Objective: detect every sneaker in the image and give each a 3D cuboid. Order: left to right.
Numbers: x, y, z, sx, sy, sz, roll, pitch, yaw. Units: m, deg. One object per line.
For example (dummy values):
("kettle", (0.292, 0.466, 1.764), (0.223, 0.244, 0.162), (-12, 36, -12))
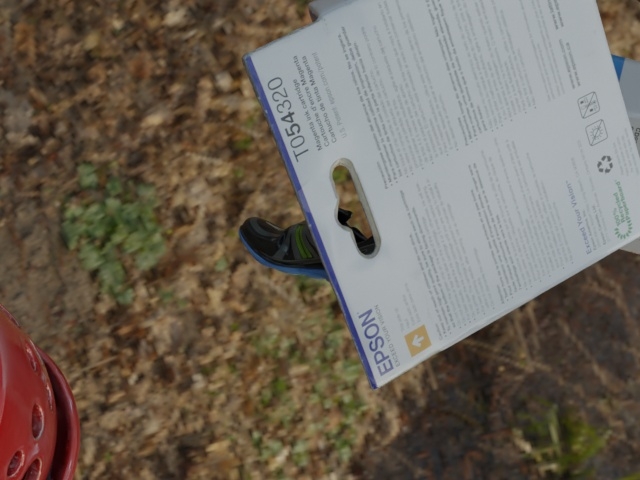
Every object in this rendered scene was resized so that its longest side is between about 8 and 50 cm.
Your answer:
("sneaker", (0.000, 0.000, 1.330), (0.067, 0.188, 0.078), (-11, 110, -53))

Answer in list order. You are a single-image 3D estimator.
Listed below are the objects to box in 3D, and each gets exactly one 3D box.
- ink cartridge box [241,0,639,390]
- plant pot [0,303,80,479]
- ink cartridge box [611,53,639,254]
("ink cartridge box", (0.117, -0.086, 1.138), (0.330, 0.071, 0.324), (-27, 113, -17))
("plant pot", (-0.251, 0.119, 0.810), (0.174, 0.191, 0.191), (60, 27, -65))
("ink cartridge box", (0.388, -0.091, 1.503), (0.168, 0.233, 0.171), (-58, 161, -57))
